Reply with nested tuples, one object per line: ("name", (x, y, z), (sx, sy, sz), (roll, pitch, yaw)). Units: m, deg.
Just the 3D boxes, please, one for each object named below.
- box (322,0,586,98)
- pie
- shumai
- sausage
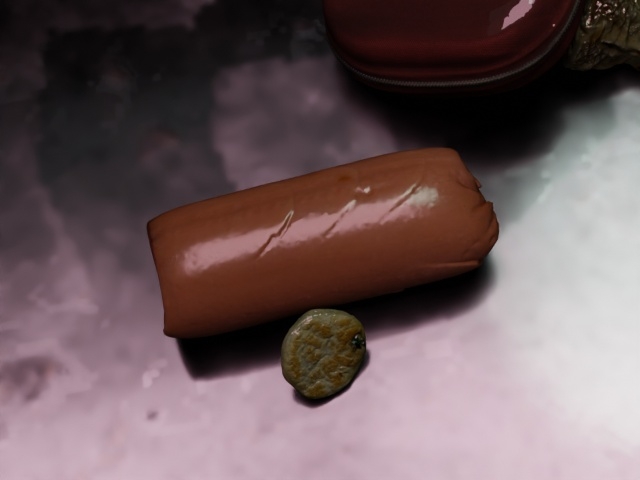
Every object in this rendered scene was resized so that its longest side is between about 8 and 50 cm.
("box", (0.143, -0.317, 1.746), (0.263, 0.108, 0.404), (2, 67, 31))
("pie", (0.002, 0.098, 1.654), (0.085, 0.085, 0.017), (-32, 31, -6))
("shumai", (0.273, -0.202, 1.732), (0.087, 0.099, 0.124), (20, 83, -5))
("sausage", (0.001, 0.000, 1.664), (0.304, 0.121, 0.121), (-14, 68, -1))
